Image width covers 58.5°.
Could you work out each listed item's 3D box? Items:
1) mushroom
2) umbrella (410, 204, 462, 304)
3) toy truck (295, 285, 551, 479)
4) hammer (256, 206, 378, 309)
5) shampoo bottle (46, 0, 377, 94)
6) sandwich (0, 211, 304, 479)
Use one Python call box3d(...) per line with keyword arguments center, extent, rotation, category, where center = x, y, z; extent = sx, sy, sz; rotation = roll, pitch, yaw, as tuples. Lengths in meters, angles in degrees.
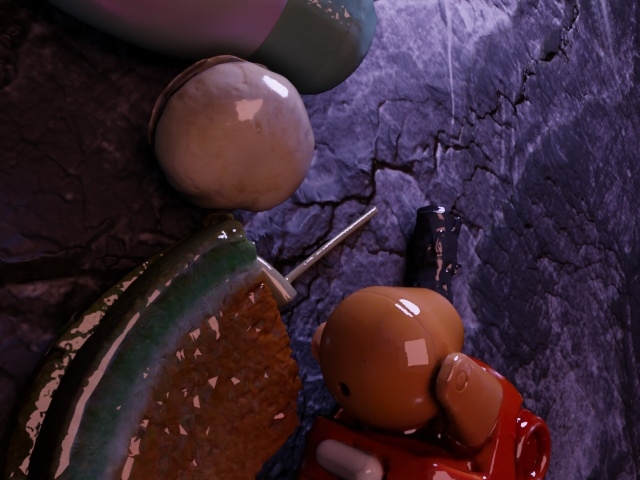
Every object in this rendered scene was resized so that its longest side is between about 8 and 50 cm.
box3d(center=(-0.082, -0.094, 0.535), extent=(0.154, 0.122, 0.154), rotation=(-20, 131, -25), category="mushroom")
box3d(center=(0.130, 0.072, 0.695), extent=(0.066, 0.059, 0.236), rotation=(17, 71, -10), category="umbrella")
box3d(center=(0.064, 0.181, 0.501), extent=(0.239, 0.189, 0.265), rotation=(45, 63, -37), category="toy truck")
box3d(center=(0.000, 0.000, 0.638), extent=(0.195, 0.028, 0.060), rotation=(-38, 96, -39), category="hammer")
box3d(center=(-0.098, -0.259, 0.538), extent=(0.349, 0.151, 0.222), rotation=(19, 64, -31), category="shampoo bottle")
box3d(center=(-0.117, 0.117, 0.467), extent=(0.292, 0.109, 0.212), rotation=(-35, 101, -36), category="sandwich")
